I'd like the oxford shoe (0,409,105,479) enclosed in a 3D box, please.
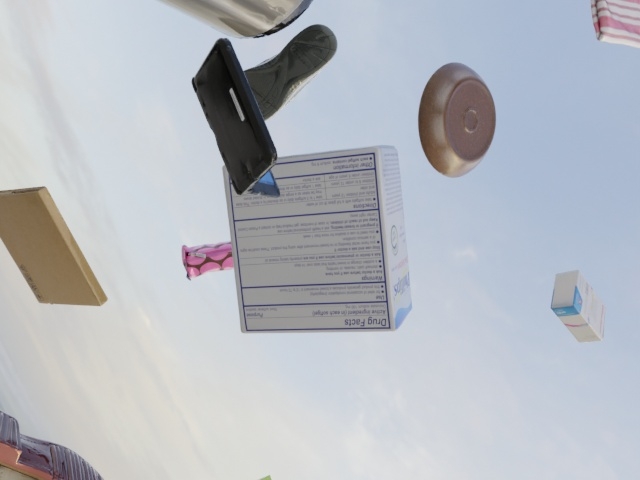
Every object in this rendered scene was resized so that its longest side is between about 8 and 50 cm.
[{"bbox_3d":[-0.443,0.379,0.951,0.348,0.130,0.123,46,-8,-23],"label":"oxford shoe"}]

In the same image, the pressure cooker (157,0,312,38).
[{"bbox_3d":[-0.213,-0.574,1.072,0.370,0.420,0.375,30,-77,36],"label":"pressure cooker"}]

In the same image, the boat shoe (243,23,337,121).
[{"bbox_3d":[-0.097,-0.346,1.373,0.118,0.320,0.103,51,8,-2],"label":"boat shoe"}]

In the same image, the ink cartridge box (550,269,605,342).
[{"bbox_3d":[0.509,0.131,1.235,0.052,0.088,0.122,-19,-54,44],"label":"ink cartridge box"}]

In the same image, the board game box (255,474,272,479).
[{"bbox_3d":[-0.113,0.614,1.361,0.181,0.043,0.092,67,14,15],"label":"board game box"}]

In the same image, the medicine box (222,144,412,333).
[{"bbox_3d":[0.000,0.000,1.039,0.263,0.149,0.289,-4,-83,19],"label":"medicine box"}]

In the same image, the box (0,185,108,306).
[{"bbox_3d":[-0.426,0.014,0.962,0.164,0.021,0.201,-2,-60,33],"label":"box"}]

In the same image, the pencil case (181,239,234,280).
[{"bbox_3d":[-0.225,0.032,1.500,0.098,0.209,0.095,97,-23,-60],"label":"pencil case"}]

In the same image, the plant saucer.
[{"bbox_3d":[0.247,-0.207,1.083,0.036,0.199,0.198,9,-59,49],"label":"plant saucer"}]

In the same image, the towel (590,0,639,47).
[{"bbox_3d":[0.471,-0.395,0.962,0.029,0.144,0.197,167,-81,-66],"label":"towel"}]

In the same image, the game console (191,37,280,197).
[{"bbox_3d":[-0.063,-0.108,0.578,0.107,0.071,0.122,-36,-105,52],"label":"game console"}]
